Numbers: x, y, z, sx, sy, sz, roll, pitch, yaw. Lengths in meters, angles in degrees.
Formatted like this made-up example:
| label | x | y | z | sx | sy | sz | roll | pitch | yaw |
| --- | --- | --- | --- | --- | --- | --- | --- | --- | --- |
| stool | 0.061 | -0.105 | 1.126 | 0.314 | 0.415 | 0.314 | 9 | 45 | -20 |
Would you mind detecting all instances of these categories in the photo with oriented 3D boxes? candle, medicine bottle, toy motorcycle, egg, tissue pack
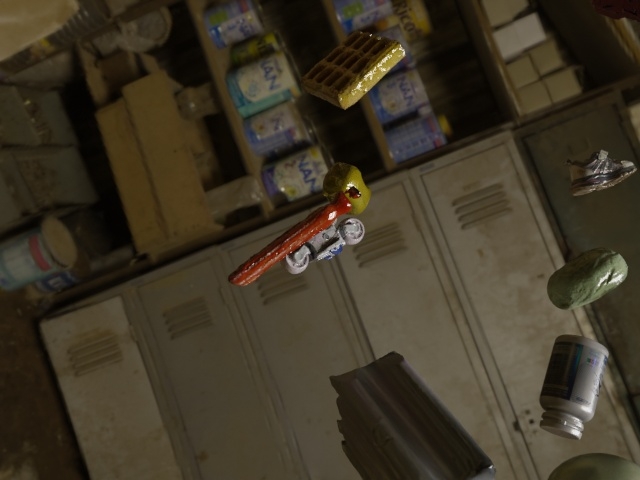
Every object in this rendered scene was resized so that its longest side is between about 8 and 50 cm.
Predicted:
| label | x | y | z | sx | sy | sz | roll | pitch | yaw |
| --- | --- | --- | --- | --- | --- | --- | --- | --- | --- |
| candle | -0.053 | -0.005 | 1.478 | 0.051 | 0.329 | 0.048 | 55 | -1 | -38 |
| medicine bottle | 0.504 | 0.294 | 1.414 | 0.191 | 0.107 | 0.107 | -69 | 152 | -18 |
| toy motorcycle | 0.000 | 0.000 | 1.821 | 0.112 | 0.254 | 0.112 | 41 | -35 | 38 |
| egg | 0.587 | 0.535 | 1.451 | 0.186 | 0.253 | 0.186 | -168 | -90 | -83 |
| tissue pack | 0.086 | -0.165 | 2.366 | 0.127 | 0.123 | 0.178 | -62 | 144 | -19 |

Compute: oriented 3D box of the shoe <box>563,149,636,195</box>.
| label | x | y | z | sx | sy | sz | roll | pitch | yaw |
| --- | --- | --- | --- | --- | --- | --- | --- | --- | --- |
| shoe | 0.698 | -0.178 | 1.774 | 0.089 | 0.180 | 0.092 | 110 | -38 | -74 |

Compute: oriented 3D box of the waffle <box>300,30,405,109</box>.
| label | x | y | z | sx | sy | sz | roll | pitch | yaw |
| --- | --- | --- | --- | --- | --- | --- | --- | --- | --- |
| waffle | 0.081 | -0.452 | 1.851 | 0.055 | 0.221 | 0.248 | 49 | -4 | -34 |

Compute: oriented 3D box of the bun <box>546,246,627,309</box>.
| label | x | y | z | sx | sy | sz | roll | pitch | yaw |
| --- | --- | --- | --- | --- | --- | --- | --- | --- | --- |
| bun | 0.714 | 0.097 | 1.917 | 0.108 | 0.221 | 0.221 | 56 | 12 | -4 |

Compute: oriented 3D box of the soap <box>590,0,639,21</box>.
| label | x | y | z | sx | sy | sz | roll | pitch | yaw |
| --- | --- | --- | --- | --- | --- | --- | --- | --- | --- |
| soap | 0.534 | -0.442 | 1.173 | 0.250 | 0.162 | 0.099 | -85 | 167 | -49 |

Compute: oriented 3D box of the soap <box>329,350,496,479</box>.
| label | x | y | z | sx | sy | sz | roll | pitch | yaw |
| --- | --- | --- | --- | --- | --- | --- | --- | --- | --- |
| soap | 0.226 | 0.537 | 1.789 | 0.435 | 0.213 | 0.350 | 48 | -27 | 47 |
